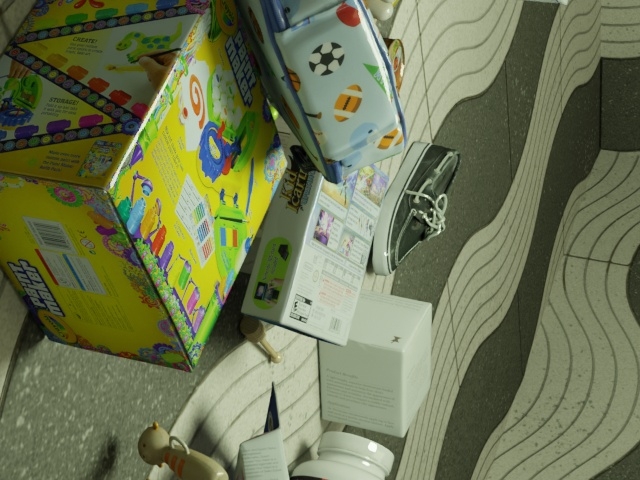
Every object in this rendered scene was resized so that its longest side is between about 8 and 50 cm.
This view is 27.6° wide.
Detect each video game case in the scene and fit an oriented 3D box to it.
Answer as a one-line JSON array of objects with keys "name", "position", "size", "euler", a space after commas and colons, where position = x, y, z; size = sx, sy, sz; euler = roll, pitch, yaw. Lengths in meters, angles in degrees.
[{"name": "video game case", "position": [0.000, 0.000, 1.681], "size": [0.269, 0.061, 0.244], "euler": [32, 73, -69]}]

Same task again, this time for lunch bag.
[{"name": "lunch bag", "position": [-0.023, -0.214, 1.330], "size": [0.115, 0.243, 0.303], "euler": [-27, 136, -7]}]

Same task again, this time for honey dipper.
[{"name": "honey dipper", "position": [-0.079, 0.147, 1.872], "size": [0.161, 0.030, 0.030], "euler": [58, 46, -63]}]

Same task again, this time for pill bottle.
[{"name": "pill bottle", "position": [0.013, 0.475, 2.060], "size": [0.181, 0.181, 0.323], "euler": [62, 42, -59]}]

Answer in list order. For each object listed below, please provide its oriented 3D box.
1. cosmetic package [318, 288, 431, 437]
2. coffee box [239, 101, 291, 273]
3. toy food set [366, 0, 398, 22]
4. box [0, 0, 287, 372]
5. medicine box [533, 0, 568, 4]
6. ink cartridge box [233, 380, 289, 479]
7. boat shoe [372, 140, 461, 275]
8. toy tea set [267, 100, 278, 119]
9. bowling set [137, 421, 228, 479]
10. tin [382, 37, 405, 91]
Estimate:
[{"name": "cosmetic package", "position": [0.094, 0.203, 2.185], "size": [0.151, 0.151, 0.184], "euler": [-52, 147, -52]}, {"name": "coffee box", "position": [-0.056, -0.089, 1.716], "size": [0.141, 0.098, 0.246], "euler": [64, 42, -60]}, {"name": "toy food set", "position": [0.079, -0.294, 1.847], "size": [0.306, 0.092, 0.220], "euler": [-57, 174, 35]}, {"name": "box", "position": [-0.183, -0.075, 1.274], "size": [0.290, 0.177, 0.279], "euler": [73, 33, -50]}, {"name": "medicine box", "position": [0.271, -0.506, 2.150], "size": [0.289, 0.263, 0.149], "euler": [18, 82, -70]}, {"name": "ink cartridge box", "position": [-0.086, 0.410, 1.727], "size": [0.324, 0.071, 0.330], "euler": [102, -20, -51]}, {"name": "boat shoe", "position": [0.181, -0.055, 2.358], "size": [0.113, 0.105, 0.306], "euler": [80, 28, -43]}, {"name": "toy tea set", "position": [-0.102, -0.249, 1.479], "size": [0.336, 0.124, 0.200], "euler": [65, 40, -57]}, {"name": "bowling set", "position": [-0.211, 0.367, 1.521], "size": [0.200, 0.154, 0.287], "euler": [-34, 135, -38]}, {"name": "tin", "position": [0.095, -0.246, 2.139], "size": [0.106, 0.040, 0.190], "euler": [68, 37, -62]}]
